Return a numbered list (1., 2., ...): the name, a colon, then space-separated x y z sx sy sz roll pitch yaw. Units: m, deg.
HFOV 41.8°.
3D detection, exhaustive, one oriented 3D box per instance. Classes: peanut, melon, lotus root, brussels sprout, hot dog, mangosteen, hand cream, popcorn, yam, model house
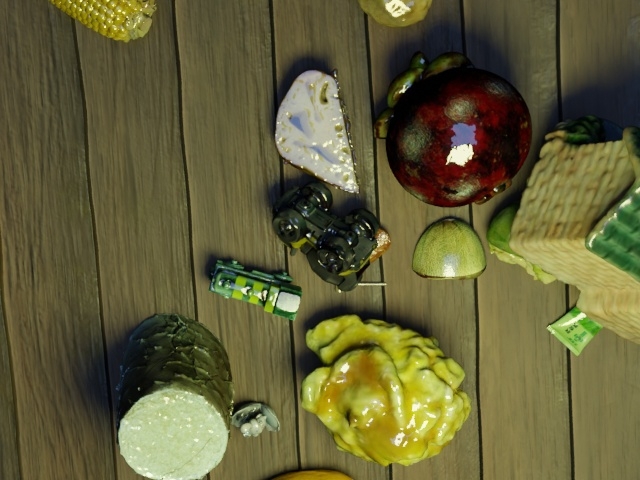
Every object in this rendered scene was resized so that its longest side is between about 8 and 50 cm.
1. peanut: 0.151 -0.501 1.685 0.159 0.109 0.140 38 104 -17
2. melon: 0.274 0.021 1.756 0.160 0.079 0.128 -6 98 -1
3. lotus root: -0.010 -0.220 1.724 0.170 0.074 0.260 -5 98 -1
4. brussels sprout: 0.440 -0.003 1.734 0.183 0.131 0.145 30 99 0
5. hot dog: 0.111 0.011 1.771 0.083 0.035 0.058 -43 95 8
6. mangosteen: 0.261 -0.213 1.637 0.312 0.311 0.310 0 96 -2
7. hand cream: 0.583 0.160 1.797 0.095 0.046 0.175 42 101 -9
8. popcorn: 0.130 0.309 1.694 0.336 0.274 0.279 10 135 33
9. yam: -0.289 0.309 1.657 0.241 0.348 0.240 -2 107 -7
10. model house: 0.658 -0.031 1.537 0.446 0.400 0.394 29 81 -19

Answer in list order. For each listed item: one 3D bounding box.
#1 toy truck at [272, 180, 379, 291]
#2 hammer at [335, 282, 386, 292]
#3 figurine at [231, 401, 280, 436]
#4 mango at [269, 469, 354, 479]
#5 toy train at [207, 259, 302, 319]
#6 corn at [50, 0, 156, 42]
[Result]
1. toy truck: 0.000 0.000 1.714 0.224 0.165 0.147 33 49 9
2. hammer: 0.087 0.093 1.789 0.110 0.019 0.035 1 96 -5
3. figurine: -0.142 0.388 1.783 0.086 0.094 0.082 -23 56 -26
4. mango: -0.050 0.585 1.783 0.295 0.120 0.177 -17 94 0
5. toy train: -0.135 0.098 1.724 0.200 0.132 0.083 14 94 -6
6. corn: -0.502 -0.529 1.640 0.387 0.144 0.143 34 94 -6
